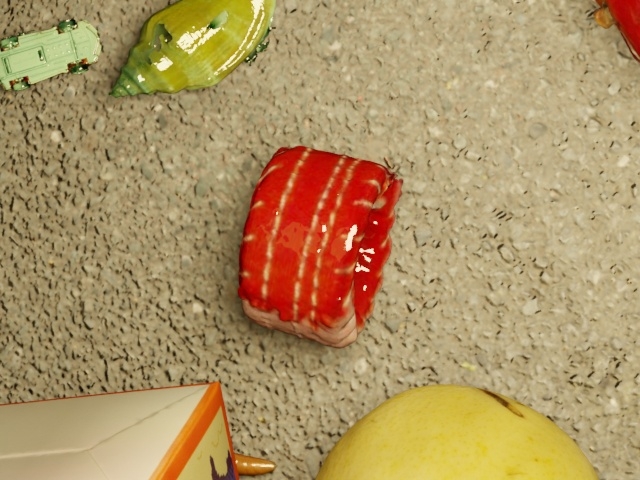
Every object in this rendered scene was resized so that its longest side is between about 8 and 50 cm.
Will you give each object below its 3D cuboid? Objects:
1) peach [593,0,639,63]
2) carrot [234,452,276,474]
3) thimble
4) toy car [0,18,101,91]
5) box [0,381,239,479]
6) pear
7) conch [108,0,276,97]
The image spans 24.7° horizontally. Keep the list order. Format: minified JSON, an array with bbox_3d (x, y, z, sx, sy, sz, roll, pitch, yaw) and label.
[{"bbox_3d":[0.403,-0.283,1.357,0.361,0.201,0.258,-32,53,-2],"label":"peach"},{"bbox_3d":[-0.116,0.226,1.554,0.142,0.035,0.035,17,94,5],"label":"carrot"},{"bbox_3d":[-0.002,0.006,1.459,0.125,0.163,0.190,13,93,13],"label":"thimble"},{"bbox_3d":[-0.296,-0.201,1.587,0.122,0.035,0.059,-16,87,4],"label":"toy car"},{"bbox_3d":[-0.270,0.323,1.425,0.348,0.318,0.257,-7,106,11],"label":"box"},{"bbox_3d":[0.123,0.289,1.373,0.309,0.309,0.309,0,91,12],"label":"pear"},{"bbox_3d":[-0.134,-0.206,1.536,0.200,0.079,0.095,-21,105,3],"label":"conch"}]
